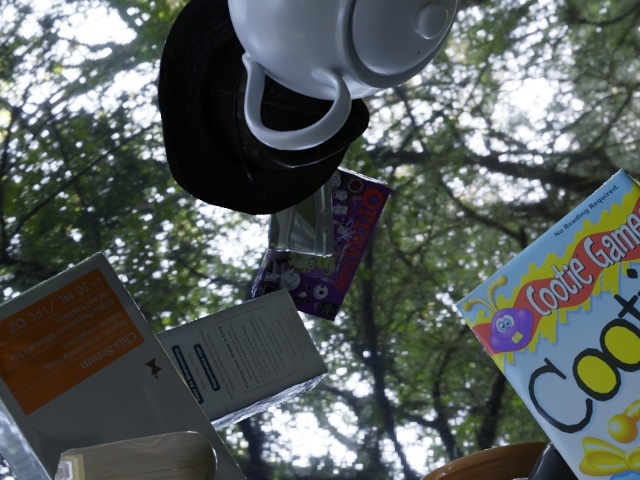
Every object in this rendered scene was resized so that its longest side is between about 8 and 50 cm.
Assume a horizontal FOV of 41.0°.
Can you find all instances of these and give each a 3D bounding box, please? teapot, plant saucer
[{"bbox_3d":[0.044,-0.234,0.831,0.252,0.187,0.256,-15,-51,-37],"label":"teapot"},{"bbox_3d":[0.223,0.313,1.098,0.200,0.200,0.037,16,-133,-38],"label":"plant saucer"}]

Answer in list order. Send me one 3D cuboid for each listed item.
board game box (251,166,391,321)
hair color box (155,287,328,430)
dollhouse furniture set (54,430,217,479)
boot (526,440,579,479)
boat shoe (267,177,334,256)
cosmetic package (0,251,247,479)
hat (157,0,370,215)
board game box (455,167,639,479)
[{"bbox_3d":[0.000,0.000,1.943,0.208,0.056,0.347,17,-75,-21],"label":"board game box"},{"bbox_3d":[-0.182,0.225,1.451,0.347,0.105,0.174,-18,-111,-28],"label":"hair color box"},{"bbox_3d":[-0.064,0.415,0.728,0.394,0.256,0.362,-93,-9,-50],"label":"dollhouse furniture set"},{"bbox_3d":[0.250,0.270,0.932,0.208,0.076,0.189,-45,-30,-22],"label":"boot"},{"bbox_3d":[0.000,-0.115,1.289,0.103,0.118,0.320,13,-126,3],"label":"boat shoe"},{"bbox_3d":[-0.299,0.273,1.190,0.230,0.161,0.453,-33,-89,-37],"label":"cosmetic package"},{"bbox_3d":[-0.030,-0.167,1.041,0.331,0.134,0.331,-16,-67,-41],"label":"hat"},{"bbox_3d":[0.239,0.110,0.543,0.142,0.144,0.275,9,-138,-58],"label":"board game box"}]
